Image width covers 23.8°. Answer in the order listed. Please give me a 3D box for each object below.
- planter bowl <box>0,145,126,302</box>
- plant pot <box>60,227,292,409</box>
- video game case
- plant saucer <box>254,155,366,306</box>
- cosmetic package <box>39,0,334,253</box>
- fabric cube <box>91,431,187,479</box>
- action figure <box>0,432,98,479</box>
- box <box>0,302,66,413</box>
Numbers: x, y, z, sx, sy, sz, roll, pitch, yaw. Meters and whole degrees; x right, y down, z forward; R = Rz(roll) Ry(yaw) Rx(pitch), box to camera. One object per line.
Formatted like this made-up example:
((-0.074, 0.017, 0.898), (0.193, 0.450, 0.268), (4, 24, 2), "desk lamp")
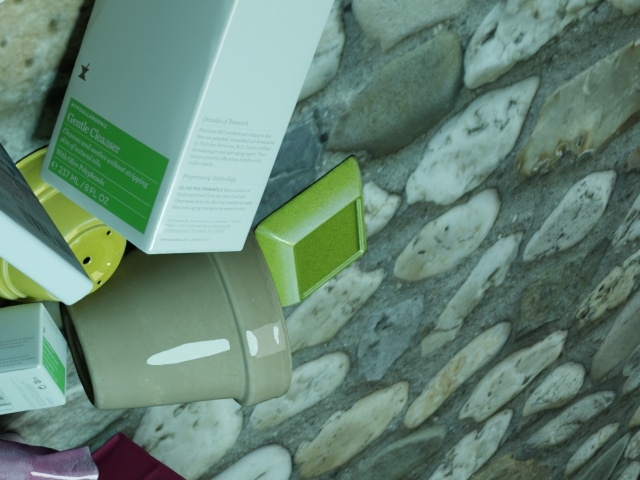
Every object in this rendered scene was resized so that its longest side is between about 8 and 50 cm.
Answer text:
((-0.287, 0.002, 1.717), (0.217, 0.090, 0.217), (-33, 145, -27), "planter bowl")
((-0.188, 0.098, 1.842), (0.229, 0.263, 0.263), (-17, 139, -16), "plant pot")
((-0.338, -0.108, 1.290), (0.036, 0.300, 0.329), (-37, 156, 1), "video game case")
((0.000, 0.000, 2.144), (0.188, 0.045, 0.188), (-37, 147, -23), "plant saucer")
((-0.131, -0.190, 1.580), (0.155, 0.197, 0.365), (-2, 116, -51), "cosmetic package")
((-0.245, 0.461, 2.023), (0.254, 0.259, 0.258), (-39, 121, -19), "fabric cube")
((-0.440, 0.267, 1.751), (0.370, 0.276, 0.248), (19, 104, -38), "action figure")
((-0.352, 0.137, 1.740), (0.102, 0.087, 0.101), (-10, 147, 5), "box")
